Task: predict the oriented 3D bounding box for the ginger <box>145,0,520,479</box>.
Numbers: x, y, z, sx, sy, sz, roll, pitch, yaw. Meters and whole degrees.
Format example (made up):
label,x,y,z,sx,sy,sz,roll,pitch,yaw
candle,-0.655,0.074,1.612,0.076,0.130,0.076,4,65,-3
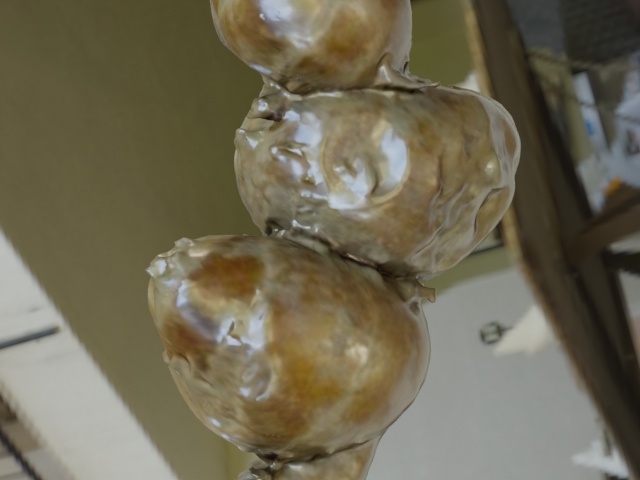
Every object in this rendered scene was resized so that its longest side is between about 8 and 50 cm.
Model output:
label,x,y,z,sx,sy,sz,roll,pitch,yaw
ginger,0.000,0.000,0.901,0.256,0.176,0.375,20,-98,-43
